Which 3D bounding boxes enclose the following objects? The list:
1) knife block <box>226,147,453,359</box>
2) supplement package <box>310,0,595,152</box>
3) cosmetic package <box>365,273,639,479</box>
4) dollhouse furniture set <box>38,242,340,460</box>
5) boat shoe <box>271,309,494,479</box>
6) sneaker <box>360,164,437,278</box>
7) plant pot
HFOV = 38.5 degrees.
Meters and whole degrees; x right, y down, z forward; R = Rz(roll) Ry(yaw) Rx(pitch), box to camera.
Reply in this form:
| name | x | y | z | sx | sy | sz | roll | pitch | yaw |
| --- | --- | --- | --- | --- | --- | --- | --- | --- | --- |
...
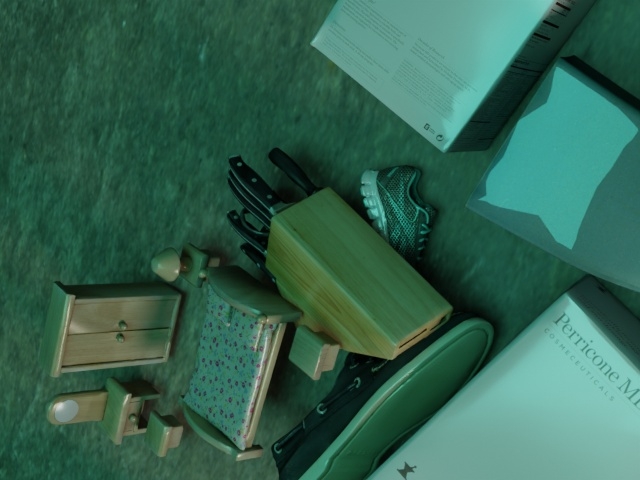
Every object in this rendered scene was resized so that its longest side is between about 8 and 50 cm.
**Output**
| name | x | y | z | sx | sy | sz | roll | pitch | yaw |
| --- | --- | --- | --- | --- | --- | --- | --- | --- | --- |
| knife block | 0.000 | 0.000 | 1.042 | 0.275 | 0.088 | 0.242 | 1 | 118 | 59 |
| supplement package | 0.141 | -0.231 | 0.965 | 0.194 | 0.149 | 0.203 | 42 | 113 | 17 |
| cosmetic package | 0.218 | 0.245 | 0.982 | 0.217 | 0.156 | 0.385 | 46 | 114 | 16 |
| dollhouse furniture set | -0.184 | 0.184 | 1.109 | 0.355 | 0.173 | 0.303 | 30 | 112 | 44 |
| boat shoe | 0.059 | 0.184 | 1.085 | 0.340 | 0.127 | 0.113 | -53 | 48 | 23 |
| sneaker | 0.103 | -0.012 | 1.066 | 0.076 | 0.065 | 0.167 | -17 | 93 | 20 |
| plant pot | 0.297 | -0.049 | 0.907 | 0.234 | 0.165 | 0.166 | 35 | 111 | 11 |
